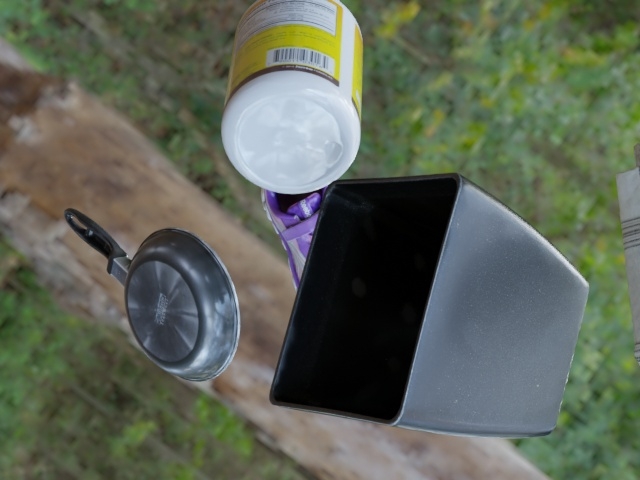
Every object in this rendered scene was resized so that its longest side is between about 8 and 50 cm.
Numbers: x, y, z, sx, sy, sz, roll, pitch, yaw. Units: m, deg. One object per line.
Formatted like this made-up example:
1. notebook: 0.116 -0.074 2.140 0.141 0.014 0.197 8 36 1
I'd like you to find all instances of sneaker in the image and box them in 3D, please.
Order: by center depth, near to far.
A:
1. sneaker: 0.000 0.000 1.787 0.095 0.236 0.104 -26 160 -4

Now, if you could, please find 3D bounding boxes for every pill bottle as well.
1. pill bottle: -0.022 -0.143 1.461 0.117 0.117 0.215 -58 -164 32

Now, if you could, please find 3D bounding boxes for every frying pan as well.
1. frying pan: -0.214 0.033 2.093 0.053 0.326 0.197 -18 154 -46

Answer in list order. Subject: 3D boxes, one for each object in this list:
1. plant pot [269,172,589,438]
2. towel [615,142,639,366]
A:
1. plant pot: 0.096 0.064 1.298 0.187 0.167 0.188 0 -107 58
2. towel: 0.500 -0.027 2.111 0.312 0.056 0.324 -27 -124 51
